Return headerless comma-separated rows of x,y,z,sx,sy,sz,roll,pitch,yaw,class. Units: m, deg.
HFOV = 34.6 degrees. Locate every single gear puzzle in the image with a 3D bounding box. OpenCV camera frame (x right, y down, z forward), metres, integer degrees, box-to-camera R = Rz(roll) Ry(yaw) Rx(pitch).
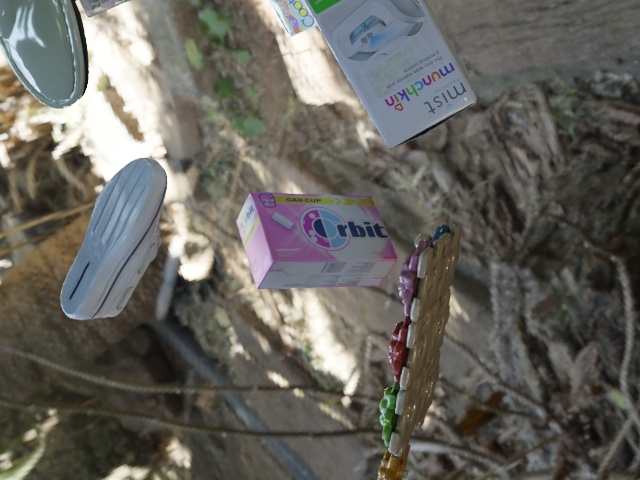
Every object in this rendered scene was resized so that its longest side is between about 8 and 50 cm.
0.101,0.149,1.193,0.044,0.175,0.339,13,107,18,gear puzzle

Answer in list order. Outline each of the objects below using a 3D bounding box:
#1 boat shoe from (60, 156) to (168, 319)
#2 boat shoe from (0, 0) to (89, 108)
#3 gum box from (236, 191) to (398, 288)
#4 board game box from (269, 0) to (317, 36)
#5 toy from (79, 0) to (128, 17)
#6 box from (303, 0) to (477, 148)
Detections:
-0.228,-0.001,1.204,0.226,0.076,0.083,-53,52,25,boat shoe
-0.362,-0.335,1.305,0.127,0.113,0.340,-25,94,28,boat shoe
0.000,0.000,1.307,0.062,0.188,0.107,-58,41,44,gum box
0.029,-0.526,1.947,0.142,0.275,0.144,-11,119,47,board game box
-0.261,-0.434,1.487,0.056,0.237,0.137,57,172,49,toy
0.078,-0.271,1.270,0.231,0.127,0.262,58,-168,-20,box
